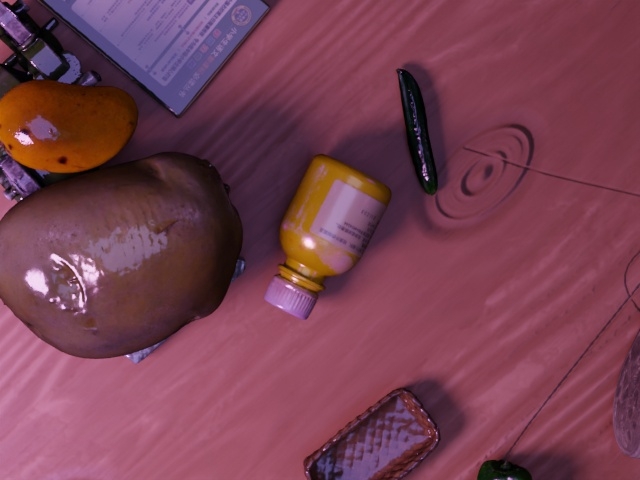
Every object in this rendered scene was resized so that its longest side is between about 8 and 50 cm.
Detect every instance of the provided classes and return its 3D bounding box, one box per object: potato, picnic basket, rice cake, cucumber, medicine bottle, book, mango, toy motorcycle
[{"bbox_3d":[-0.258,0.025,1.607,0.326,0.221,0.243,-15,98,-7],"label":"potato"},{"bbox_3d":[0.071,0.295,1.750,0.193,0.055,0.110,-37,95,-3],"label":"picnic basket"},{"bbox_3d":[-0.188,0.090,1.717,0.211,0.043,0.034,-41,106,-3],"label":"rice cake"},{"bbox_3d":[0.137,-0.153,1.747,0.033,0.036,0.184,-11,95,2],"label":"cucumber"},{"bbox_3d":[0.000,0.000,1.695,0.122,0.122,0.212,27,90,-7],"label":"medicine bottle"},{"bbox_3d":[-0.231,-0.327,1.700,0.264,0.027,0.202,40,87,-6],"label":"book"},{"bbox_3d":[-0.319,-0.142,1.563,0.178,0.090,0.115,3,93,-23],"label":"mango"},{"bbox_3d":[-0.384,-0.177,1.649,0.205,0.127,0.275,-42,103,-2],"label":"toy motorcycle"}]

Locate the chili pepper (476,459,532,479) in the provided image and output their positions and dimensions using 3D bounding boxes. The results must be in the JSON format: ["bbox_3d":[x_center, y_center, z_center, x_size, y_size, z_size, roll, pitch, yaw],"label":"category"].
[{"bbox_3d":[0.251,0.434,1.766,0.099,0.083,0.253,11,96,-6],"label":"chili pepper"}]

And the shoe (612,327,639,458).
[{"bbox_3d":[0.535,0.170,1.769,0.159,0.124,0.316,19,90,-14],"label":"shoe"}]
